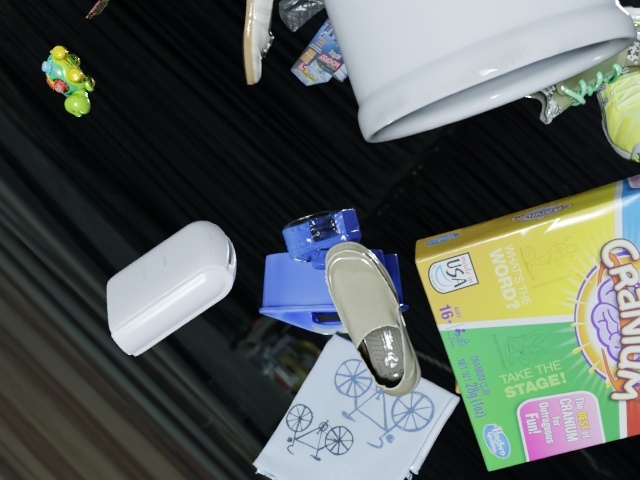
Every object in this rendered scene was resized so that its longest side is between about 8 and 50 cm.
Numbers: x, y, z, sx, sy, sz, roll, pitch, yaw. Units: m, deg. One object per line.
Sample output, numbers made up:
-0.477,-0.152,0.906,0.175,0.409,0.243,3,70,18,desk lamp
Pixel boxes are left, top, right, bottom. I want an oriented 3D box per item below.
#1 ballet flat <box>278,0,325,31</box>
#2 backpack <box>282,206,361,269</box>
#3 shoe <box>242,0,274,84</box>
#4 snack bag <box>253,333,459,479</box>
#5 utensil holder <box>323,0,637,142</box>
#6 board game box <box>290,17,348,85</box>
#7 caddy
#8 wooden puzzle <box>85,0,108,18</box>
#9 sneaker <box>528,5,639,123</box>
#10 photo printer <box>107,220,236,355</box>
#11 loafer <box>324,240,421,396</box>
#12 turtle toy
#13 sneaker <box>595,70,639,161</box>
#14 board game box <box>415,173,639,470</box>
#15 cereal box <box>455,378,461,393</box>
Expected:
0.021,-0.358,1.254,0.173,0.049,0.057,-20,-143,15,ballet flat
0.000,0.000,1.468,0.120,0.101,0.098,-13,174,19,backpack
-0.104,-0.379,1.511,0.076,0.058,0.219,-104,-163,-65,shoe
0.068,0.393,1.760,0.343,0.323,0.037,-57,144,-14,snack bag
0.143,-0.350,1.006,0.327,0.386,0.327,-19,180,0,utensil holder
0.038,-0.390,1.779,0.194,0.060,0.194,-47,-144,5,board game box
0.028,0.120,1.935,0.341,0.179,0.241,-3,172,22,caddy
-0.589,-0.619,2.302,0.083,0.006,0.049,-43,-179,24,wooden puzzle
0.405,-0.270,1.399,0.158,0.410,0.182,32,64,-77,sneaker
-0.329,0.091,1.937,0.307,0.107,0.256,-34,-151,4,photo printer
0.086,0.125,1.379,0.102,0.269,0.092,-27,177,6,loafer
-0.453,-0.286,1.560,0.066,0.130,0.095,-34,178,1,turtle toy
0.542,-0.284,1.549,0.145,0.147,0.385,-31,-146,22,sneaker
0.279,0.071,0.843,0.316,0.242,0.064,-18,-166,13,board game box
0.446,0.319,2.306,0.240,0.173,0.047,-79,175,-54,cereal box
